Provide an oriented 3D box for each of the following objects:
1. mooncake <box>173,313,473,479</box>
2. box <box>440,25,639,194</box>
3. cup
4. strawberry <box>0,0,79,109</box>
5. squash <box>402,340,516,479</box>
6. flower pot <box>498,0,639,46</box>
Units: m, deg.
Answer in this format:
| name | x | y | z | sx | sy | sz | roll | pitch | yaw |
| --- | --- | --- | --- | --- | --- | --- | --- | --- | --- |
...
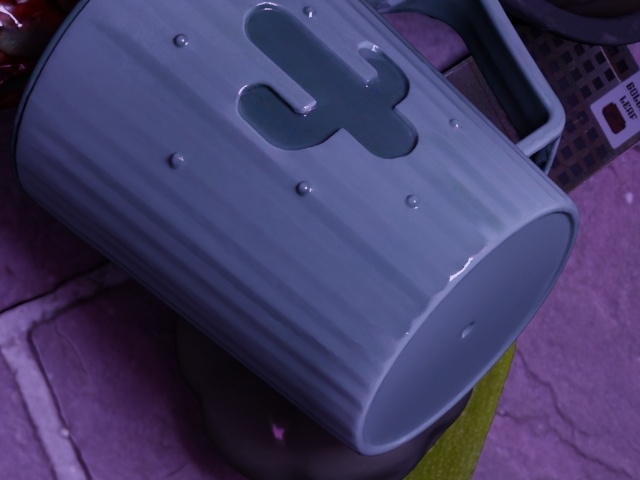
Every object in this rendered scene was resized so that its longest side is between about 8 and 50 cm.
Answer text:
| name | x | y | z | sx | sy | sz | roll | pitch | yaw |
| --- | --- | --- | --- | --- | --- | --- | --- | --- | --- |
| mooncake | 0.002 | 0.097 | 1.693 | 0.274 | 0.135 | 0.275 | -3 | 73 | 9 |
| box | 0.209 | -0.124 | 1.968 | 0.325 | 0.047 | 0.180 | -35 | 99 | -30 |
| cup | 0.009 | -0.081 | 1.527 | 0.392 | 0.310 | 0.401 | 41 | 88 | 20 |
| strawberry | -0.279 | -0.290 | 1.621 | 0.317 | 0.295 | 0.345 | -39 | 66 | -12 |
| squash | 0.067 | 0.163 | 1.845 | 0.111 | 0.203 | 0.289 | 7 | 113 | -31 |
| flower pot | 0.198 | -0.342 | 1.884 | 0.379 | 0.251 | 0.379 | 8 | 75 | -30 |
